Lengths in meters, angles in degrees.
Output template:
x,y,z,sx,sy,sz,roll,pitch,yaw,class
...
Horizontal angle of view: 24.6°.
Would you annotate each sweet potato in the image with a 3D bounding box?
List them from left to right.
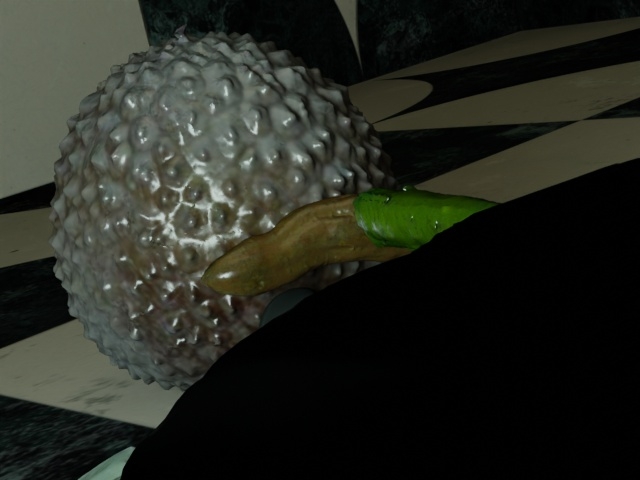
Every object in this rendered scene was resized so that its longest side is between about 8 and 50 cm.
x,y,z,sx,sy,sz,roll,pitch,yaw,class
-0.001,0.000,1.024,0.182,0.054,0.053,-14,14,-20,sweet potato

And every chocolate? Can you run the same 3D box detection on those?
x,y,z,sx,sy,sz,roll,pitch,yaw,class
0.094,0.117,0.483,0.225,0.210,0.340,4,24,42,chocolate

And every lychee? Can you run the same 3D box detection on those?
x,y,z,sx,sy,sz,roll,pitch,yaw,class
-0.087,-0.020,1.167,0.300,0.300,0.300,-12,12,3,lychee

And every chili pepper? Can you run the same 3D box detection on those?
x,y,z,sx,sy,sz,roll,pitch,yaw,class
0.122,0.022,0.850,0.085,0.076,0.359,22,5,-25,chili pepper

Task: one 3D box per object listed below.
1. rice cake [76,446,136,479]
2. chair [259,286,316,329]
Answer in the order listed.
x,y,z,sx,sy,sz,roll,pitch,yaw,class
-0.181,0.187,0.724,0.237,0.043,0.127,-29,12,-3,rice cake
0.070,0.070,1.030,0.221,0.104,0.095,-8,-16,1,chair
